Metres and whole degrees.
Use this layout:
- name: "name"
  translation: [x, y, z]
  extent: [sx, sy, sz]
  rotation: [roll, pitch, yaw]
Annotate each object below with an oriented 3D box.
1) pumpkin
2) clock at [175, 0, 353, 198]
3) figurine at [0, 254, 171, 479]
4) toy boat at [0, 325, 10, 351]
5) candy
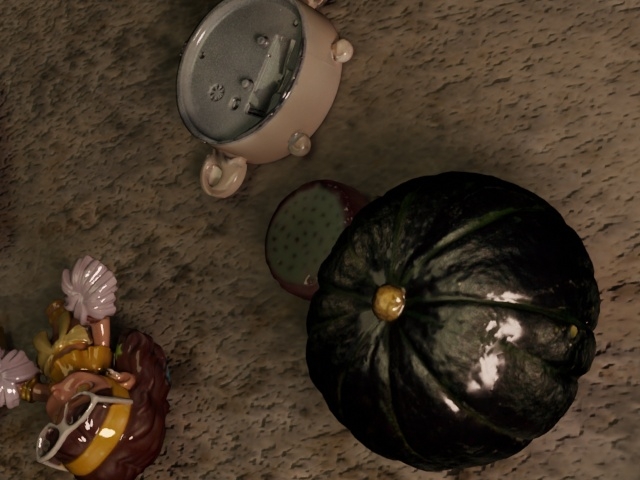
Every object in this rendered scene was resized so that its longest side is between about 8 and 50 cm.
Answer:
- name: "pumpkin"
  translation: [0.094, 0.058, 1.286]
  extent: [0.220, 0.162, 0.221]
  rotation: [-14, 69, 39]
- name: "clock"
  translation: [-0.056, -0.147, 1.571]
  extent: [0.155, 0.063, 0.229]
  rotation: [24, 90, 45]
- name: "figurine"
  translation: [-0.206, 0.115, 1.557]
  extent: [0.175, 0.115, 0.240]
  rotation: [-46, 43, 14]
- name: "toy boat"
  translation: [-0.349, 0.172, 1.700]
  extent: [0.077, 0.057, 0.201]
  rotation: [11, 80, 50]
- name: "candy"
  translation: [0.000, 0.000, 1.473]
  extent: [0.103, 0.043, 0.103]
  rotation: [-18, 61, 35]
